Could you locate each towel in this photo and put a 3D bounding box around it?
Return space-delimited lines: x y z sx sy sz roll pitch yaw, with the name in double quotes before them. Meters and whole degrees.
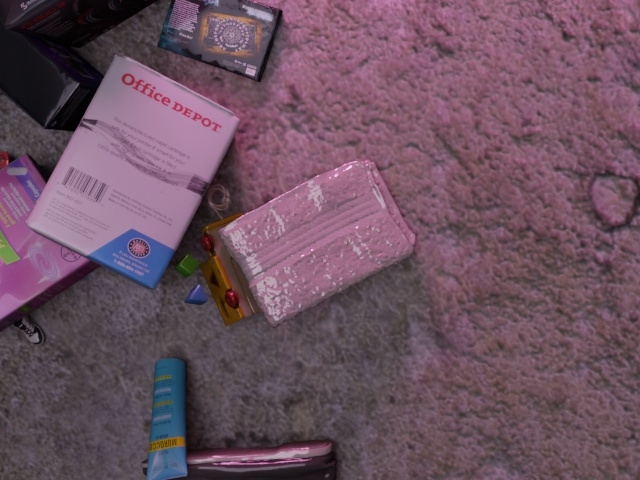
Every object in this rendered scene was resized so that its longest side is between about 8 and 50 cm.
"towel" 0.000 0.000 1.695 0.282 0.049 0.187 -28 87 -10

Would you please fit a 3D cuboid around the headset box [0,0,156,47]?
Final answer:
"headset box" -0.381 -0.417 1.661 0.218 0.293 0.110 -28 88 11

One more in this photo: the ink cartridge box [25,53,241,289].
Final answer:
"ink cartridge box" -0.297 -0.105 1.689 0.223 0.129 0.307 27 82 -7

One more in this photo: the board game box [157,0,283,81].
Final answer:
"board game box" -0.168 -0.354 1.759 0.186 0.026 0.126 21 98 9

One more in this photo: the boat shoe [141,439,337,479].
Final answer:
"boat shoe" -0.138 0.399 1.766 0.335 0.112 0.096 -6 88 8

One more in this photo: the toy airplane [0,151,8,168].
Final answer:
"toy airplane" -0.614 -0.153 1.862 0.151 0.028 0.151 2 97 20

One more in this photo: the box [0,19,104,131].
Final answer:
"box" -0.484 -0.299 1.747 0.261 0.184 0.103 41 97 6

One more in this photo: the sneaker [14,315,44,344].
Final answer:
"sneaker" -0.525 0.154 1.863 0.032 0.037 0.083 -42 87 9

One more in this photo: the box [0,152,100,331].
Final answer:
"box" -0.530 0.012 1.777 0.243 0.117 0.213 -34 87 -7

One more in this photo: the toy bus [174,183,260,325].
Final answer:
"toy bus" -0.149 0.042 1.745 0.191 0.104 0.202 27 64 -20

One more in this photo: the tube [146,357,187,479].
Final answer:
"tube" -0.254 0.301 1.760 0.080 0.052 0.207 -20 56 27
